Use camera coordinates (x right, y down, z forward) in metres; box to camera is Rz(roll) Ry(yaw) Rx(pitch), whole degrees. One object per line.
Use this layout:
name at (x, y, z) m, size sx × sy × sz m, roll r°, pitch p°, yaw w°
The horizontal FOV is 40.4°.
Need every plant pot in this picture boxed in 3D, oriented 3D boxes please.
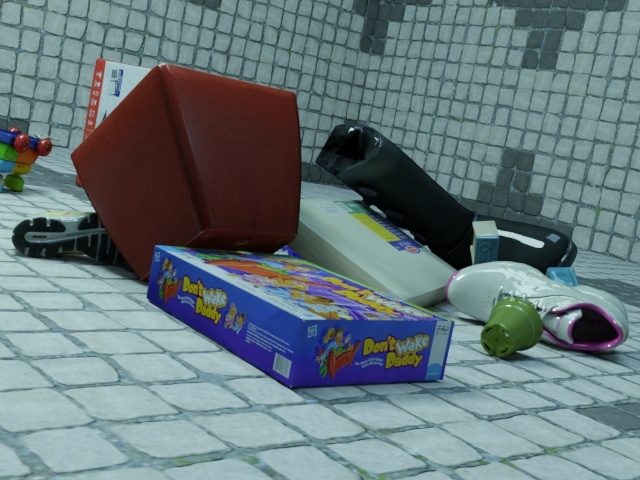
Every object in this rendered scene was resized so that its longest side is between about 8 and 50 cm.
plant pot at (-0.180, -0.076, 1.320) m, size 0.267 × 0.236 × 0.267 m, roll 3°, pitch -28°, yaw -45°
plant pot at (0.271, 0.134, 1.267) m, size 0.083 × 0.083 × 0.079 m, roll 15°, pitch 22°, yaw 30°

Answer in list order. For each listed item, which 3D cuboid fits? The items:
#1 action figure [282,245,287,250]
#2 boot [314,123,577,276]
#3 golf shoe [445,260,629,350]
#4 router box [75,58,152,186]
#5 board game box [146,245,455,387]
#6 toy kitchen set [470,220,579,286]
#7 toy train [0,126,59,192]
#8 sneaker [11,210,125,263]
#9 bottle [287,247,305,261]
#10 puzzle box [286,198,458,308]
action figure at (-0.101, 0.007, 1.832) m, size 0.038 × 0.030 × 0.115 m, roll 22°, pitch 14°, yaw 34°
boot at (0.247, -0.074, 1.739) m, size 0.445 × 0.146 × 0.367 m, roll 41°, pitch -24°, yaw -28°
golf shoe at (0.357, 0.109, 1.426) m, size 0.306 × 0.115 × 0.140 m, roll 11°, pitch 11°, yaw 8°
router box at (-0.475, -0.274, 2.200) m, size 0.301 × 0.336 × 0.082 m, roll 17°, pitch 8°, yaw 38°
board game box at (-0.037, 0.088, 1.110) m, size 0.233 × 0.078 × 0.347 m, roll 5°, pitch 9°, yaw -39°
toy kitchen set at (0.383, 0.058, 1.599) m, size 0.207 × 0.166 × 0.122 m, roll -1°, pitch 38°, yaw 0°
toy train at (-0.673, -0.175, 1.964) m, size 0.105 × 0.143 × 0.248 m, roll 21°, pitch 5°, yaw 13°
sneaker at (-0.382, -0.014, 1.370) m, size 0.208 × 0.082 × 0.094 m, roll 7°, pitch 6°, yaw -28°
bottle at (0.000, 0.000, 1.771) m, size 0.118 × 0.092 × 0.283 m, roll 18°, pitch 7°, yaw 1°
puzzle box at (0.091, 0.024, 1.530) m, size 0.272 × 0.052 × 0.409 m, roll 37°, pitch 16°, yaw 18°
